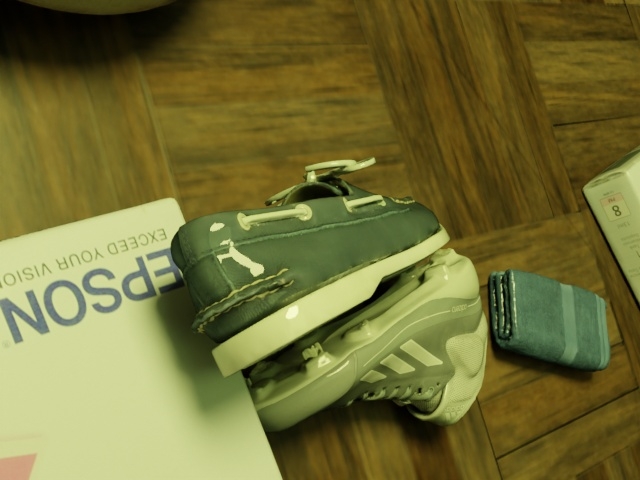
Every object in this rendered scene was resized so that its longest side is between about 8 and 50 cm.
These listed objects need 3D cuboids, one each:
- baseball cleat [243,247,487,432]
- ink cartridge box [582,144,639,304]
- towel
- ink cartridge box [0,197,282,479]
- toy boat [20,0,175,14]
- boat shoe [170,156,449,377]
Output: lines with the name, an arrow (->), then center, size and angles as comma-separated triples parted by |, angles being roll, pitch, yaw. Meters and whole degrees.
baseball cleat -> 0.044, 0.084, 0.557 | 0.206, 0.072, 0.109 | -30, 104, -36
ink cartridge box -> 0.358, 0.012, 0.846 | 0.189, 0.066, 0.232 | -30, 90, -41
towel -> 0.180, 0.064, 0.700 | 0.119, 0.029, 0.067 | 17, 64, -35
ink cartridge box -> -0.145, 0.174, 0.375 | 0.324, 0.071, 0.330 | -20, 87, -42
toy boat -> -0.151, -0.274, 0.493 | 0.267, 0.148, 0.318 | 13, 74, -30
boat shoe -> 0.000, 0.000, 0.506 | 0.079, 0.095, 0.254 | 61, 30, 1
